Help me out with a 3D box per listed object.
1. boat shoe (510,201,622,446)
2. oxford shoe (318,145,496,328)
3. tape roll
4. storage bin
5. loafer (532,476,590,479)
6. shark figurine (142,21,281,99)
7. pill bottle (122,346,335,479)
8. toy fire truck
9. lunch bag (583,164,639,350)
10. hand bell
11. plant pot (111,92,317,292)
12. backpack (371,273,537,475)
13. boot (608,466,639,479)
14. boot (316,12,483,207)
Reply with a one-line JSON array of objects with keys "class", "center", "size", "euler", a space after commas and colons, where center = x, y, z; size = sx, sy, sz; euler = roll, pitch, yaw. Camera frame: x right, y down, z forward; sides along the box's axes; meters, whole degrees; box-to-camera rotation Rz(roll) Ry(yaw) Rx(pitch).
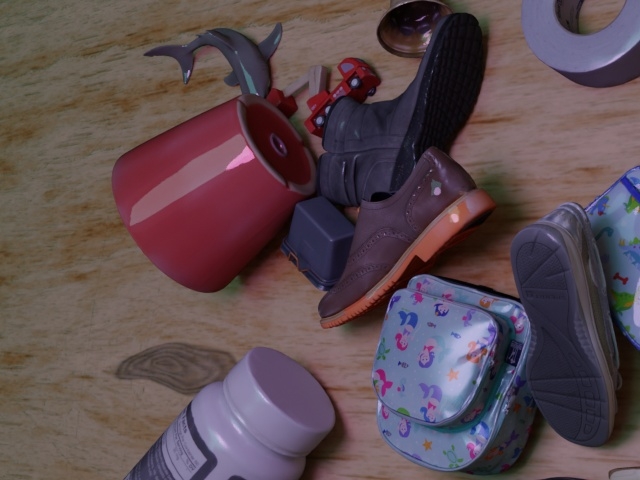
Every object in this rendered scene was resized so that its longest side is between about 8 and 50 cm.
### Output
[{"class": "boat shoe", "center": [0.321, 0.112, 1.520], "size": [0.118, 0.103, 0.321], "euler": [3, 118, 45]}, {"class": "oxford shoe", "center": [0.098, 0.002, 1.746], "size": [0.133, 0.130, 0.363], "euler": [54, 128, 10]}, {"class": "tape roll", "center": [0.388, -0.326, 1.670], "size": [0.219, 0.072, 0.219], "euler": [-12, 72, 38]}, {"class": "storage bin", "center": [0.000, 0.000, 1.869], "size": [0.135, 0.098, 0.091], "euler": [45, 141, 39]}, {"class": "loafer", "center": [0.247, 0.364, 1.588], "size": [0.267, 0.084, 0.096], "euler": [-17, 68, 36]}, {"class": "shark figurine", "center": [-0.184, -0.343, 2.137], "size": [0.278, 0.116, 0.166], "euler": [27, 95, 40]}, {"class": "pill bottle", "center": [-0.153, 0.347, 1.854], "size": [0.361, 0.204, 0.204], "euler": [-48, 52, 19]}, {"class": "toy fire truck", "center": [-0.001, -0.242, 1.993], "size": [0.192, 0.047, 0.135], "euler": [-46, 53, 22]}, {"class": "lunch bag", "center": [0.423, 0.024, 1.533], "size": [0.176, 0.090, 0.219], "euler": [-44, 55, 19]}, {"class": "hand bell", "center": [0.140, -0.419, 1.903], "size": [0.126, 0.126, 0.242], "euler": [-28, 49, 32]}, {"class": "plant pot", "center": [-0.154, -0.091, 1.945], "size": [0.243, 0.275, 0.275], "euler": [-35, 58, 23]}, {"class": "backpack", "center": [0.184, 0.187, 1.634], "size": [0.225, 0.191, 0.254], "euler": [17, 95, 41]}, {"class": "boot", "center": [0.441, 0.351, 1.434], "size": [0.213, 0.077, 0.165], "euler": [-11, 70, 43]}, {"class": "boot", "center": [0.104, -0.198, 1.844], "size": [0.222, 0.118, 0.338], "euler": [21, 93, 43]}]
